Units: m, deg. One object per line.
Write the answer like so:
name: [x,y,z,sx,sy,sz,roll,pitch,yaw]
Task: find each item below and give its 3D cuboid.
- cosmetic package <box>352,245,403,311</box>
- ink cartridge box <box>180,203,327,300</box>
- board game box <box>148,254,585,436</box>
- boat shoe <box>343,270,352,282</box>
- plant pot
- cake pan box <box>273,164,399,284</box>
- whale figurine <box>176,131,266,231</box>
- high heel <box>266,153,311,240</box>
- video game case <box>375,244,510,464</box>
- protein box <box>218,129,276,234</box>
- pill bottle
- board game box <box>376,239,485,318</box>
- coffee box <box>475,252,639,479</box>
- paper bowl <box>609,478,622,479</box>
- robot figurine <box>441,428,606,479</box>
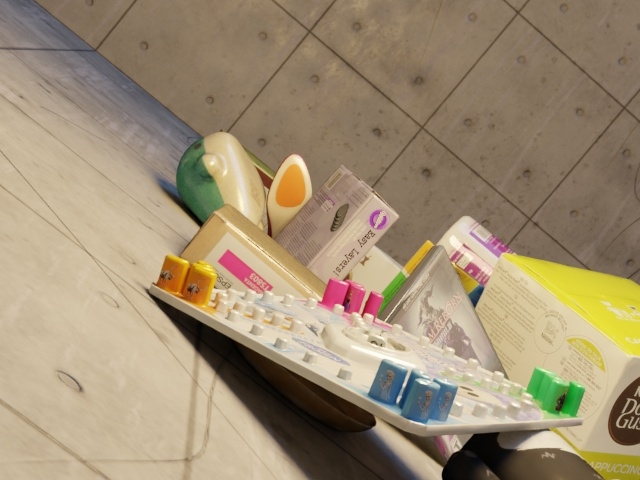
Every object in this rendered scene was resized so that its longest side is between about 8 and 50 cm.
cosmetic package: [0.236,0.209,2.248,0.453,0.161,0.230,36,5,-41]
ink cartridge box: [-0.083,0.054,1.606,0.235,0.088,0.193,41,6,-2]
board game box: [0.066,0.116,1.257,0.390,0.050,0.390,23,8,36]
boat shoe: [0.013,0.056,2.058,0.095,0.095,0.257,2,12,7]
plant pot: [-0.031,0.160,1.340,0.236,0.032,0.236,39,5,-4]
cake pan box: [0.000,0.000,1.843,0.070,0.246,0.267,42,2,-18]
whale figurine: [-0.178,-0.065,1.936,0.216,0.141,0.272,57,14,-46]
high heel: [-0.060,-0.047,2.026,0.082,0.244,0.117,0,15,-3]
video game case: [0.186,0.173,1.609,0.026,0.196,0.274,-7,-60,41]
protein box: [-0.152,-0.094,2.223,0.201,0.136,0.200,38,5,-25]
pill bottle: [0.364,0.101,2.259,0.301,0.169,0.169,41,4,10]
board game box: [0.157,0.135,1.815,0.064,0.242,0.316,42,5,21]
coffee box: [0.452,0.258,1.830,0.338,0.334,0.338,11,21,-33]
paper bowl: [0.458,0.452,1.549,0.284,0.148,0.284,38,-3,3]
robot figurine: [0.235,0.310,1.177,0.209,0.173,0.278,-1,21,-19]
